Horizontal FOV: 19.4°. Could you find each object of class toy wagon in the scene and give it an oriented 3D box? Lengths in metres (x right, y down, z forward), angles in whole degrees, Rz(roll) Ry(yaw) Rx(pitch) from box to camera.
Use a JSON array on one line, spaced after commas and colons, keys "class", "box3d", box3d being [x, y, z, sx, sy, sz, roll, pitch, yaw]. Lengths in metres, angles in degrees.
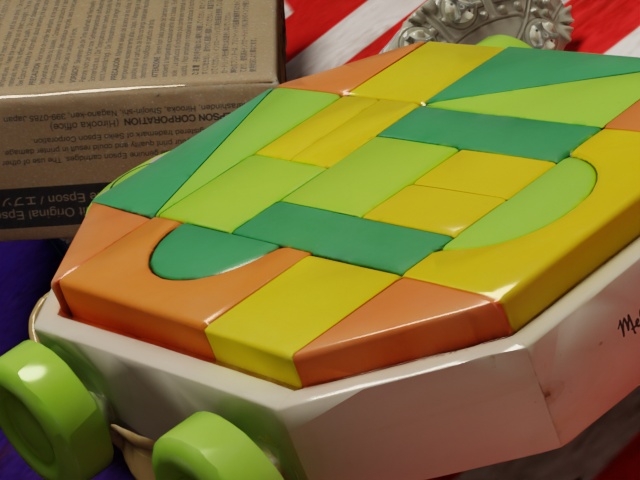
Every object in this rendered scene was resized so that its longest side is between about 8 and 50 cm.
[{"class": "toy wagon", "box3d": [0.000, 0.000, 0.712, 0.267, 0.068, 0.344, -34, 27, -28]}]

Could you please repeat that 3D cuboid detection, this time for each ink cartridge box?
[{"class": "ink cartridge box", "box3d": [-0.114, -0.087, 1.038, 0.193, 0.088, 0.234, -4, 27, 1]}]

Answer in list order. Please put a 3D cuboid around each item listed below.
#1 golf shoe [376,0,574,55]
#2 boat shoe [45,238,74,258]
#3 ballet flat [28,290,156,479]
[{"class": "golf shoe", "box3d": [0.041, -0.068, 0.908, 0.176, 0.069, 0.086, -37, 8, -10]}, {"class": "boat shoe", "box3d": [-0.132, -0.022, 1.091, 0.066, 0.066, 0.183, -38, 32, -9]}, {"class": "ballet flat", "box3d": [-0.072, 0.062, 0.815, 0.080, 0.073, 0.232, -47, 24, -18]}]
